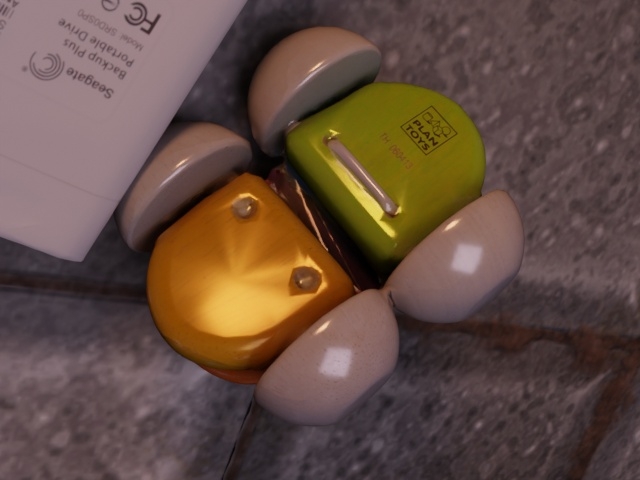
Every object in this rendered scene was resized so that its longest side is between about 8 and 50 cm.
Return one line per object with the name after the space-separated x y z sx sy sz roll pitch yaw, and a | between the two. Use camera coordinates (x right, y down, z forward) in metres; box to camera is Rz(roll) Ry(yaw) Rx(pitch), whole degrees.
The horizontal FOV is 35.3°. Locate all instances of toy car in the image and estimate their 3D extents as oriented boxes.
0.000 0.000 0.503 0.182 0.159 0.136 -38 164 -11 | toy car

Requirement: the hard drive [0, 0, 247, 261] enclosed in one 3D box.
-0.095 -0.178 0.357 0.233 0.047 0.353 26 103 -42 | hard drive
